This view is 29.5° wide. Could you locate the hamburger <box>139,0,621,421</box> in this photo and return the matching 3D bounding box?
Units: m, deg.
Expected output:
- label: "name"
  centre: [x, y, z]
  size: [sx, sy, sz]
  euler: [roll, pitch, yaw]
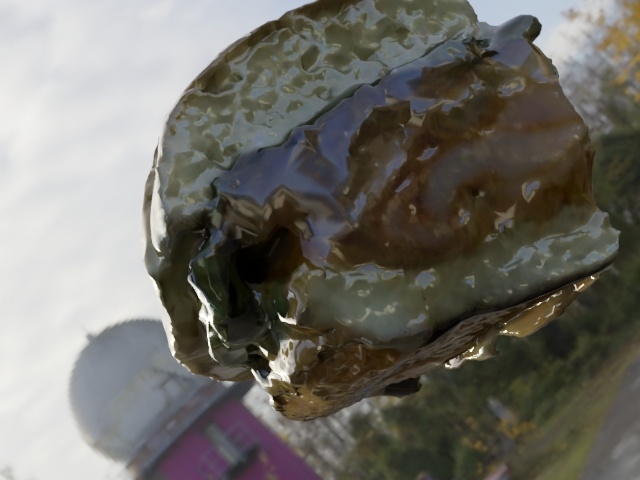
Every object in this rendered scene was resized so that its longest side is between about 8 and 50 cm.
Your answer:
- label: "hamburger"
  centre: [0.000, 0.000, 0.480]
  size: [0.155, 0.135, 0.208]
  euler: [-16, -14, -15]
